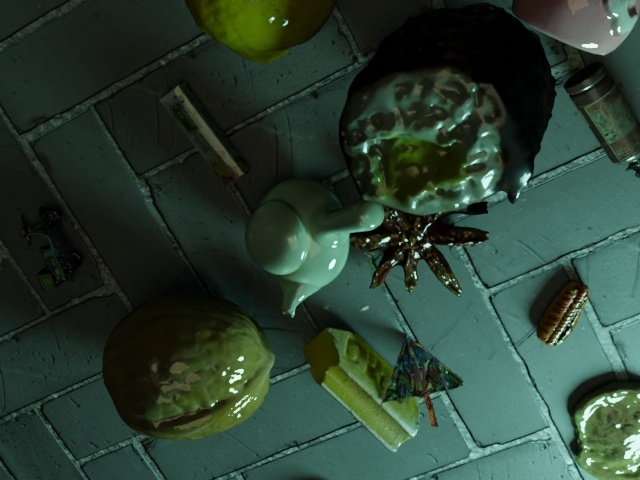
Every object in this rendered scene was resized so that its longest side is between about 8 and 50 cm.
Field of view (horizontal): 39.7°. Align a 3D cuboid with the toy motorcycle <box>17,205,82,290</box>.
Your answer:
[{"bbox_3d":[-0.541,0.013,1.767,0.100,0.058,0.173,-8,112,18],"label":"toy motorcycle"}]

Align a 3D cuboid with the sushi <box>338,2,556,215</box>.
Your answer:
[{"bbox_3d":[0.214,-0.205,1.408,0.299,0.294,0.281,12,127,20],"label":"sushi"}]

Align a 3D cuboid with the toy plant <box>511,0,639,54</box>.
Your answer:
[{"bbox_3d":[0.457,-0.471,1.354,0.316,0.210,0.356,6,113,-30],"label":"toy plant"}]

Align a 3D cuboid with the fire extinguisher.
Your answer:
[{"bbox_3d":[0.514,-0.179,1.501,0.075,0.106,0.252,-36,103,0],"label":"fire extinguisher"}]

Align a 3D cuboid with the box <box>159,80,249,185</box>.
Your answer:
[{"bbox_3d":[-0.213,-0.197,1.640,0.050,0.041,0.207,-31,104,22],"label":"box"}]

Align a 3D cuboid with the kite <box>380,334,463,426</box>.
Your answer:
[{"bbox_3d":[0.190,0.272,1.717,0.009,0.232,0.189,-42,58,46],"label":"kite"}]

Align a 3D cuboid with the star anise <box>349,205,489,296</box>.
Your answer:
[{"bbox_3d":[0.168,-0.006,1.636,0.288,0.088,0.288,3,115,8],"label":"star anise"}]

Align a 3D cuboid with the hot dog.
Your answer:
[{"bbox_3d":[0.461,0.139,1.674,0.062,0.038,0.144,26,113,-2],"label":"hot dog"}]

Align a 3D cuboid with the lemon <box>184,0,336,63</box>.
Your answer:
[{"bbox_3d":[-0.093,-0.452,1.395,0.285,0.285,0.316,9,142,5],"label":"lemon"}]

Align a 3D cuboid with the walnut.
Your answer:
[{"bbox_3d":[-0.250,0.239,1.695,0.332,0.333,0.333,3,112,7],"label":"walnut"}]

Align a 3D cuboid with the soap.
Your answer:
[{"bbox_3d":[0.079,0.271,1.719,0.080,0.160,0.257,-41,102,19],"label":"soap"}]

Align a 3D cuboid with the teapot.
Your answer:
[{"bbox_3d":[-0.017,-0.034,1.572,0.220,0.149,0.318,54,129,16],"label":"teapot"}]

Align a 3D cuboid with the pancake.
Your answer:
[{"bbox_3d":[0.603,0.386,1.751,0.222,0.042,0.236,12,112,8],"label":"pancake"}]
